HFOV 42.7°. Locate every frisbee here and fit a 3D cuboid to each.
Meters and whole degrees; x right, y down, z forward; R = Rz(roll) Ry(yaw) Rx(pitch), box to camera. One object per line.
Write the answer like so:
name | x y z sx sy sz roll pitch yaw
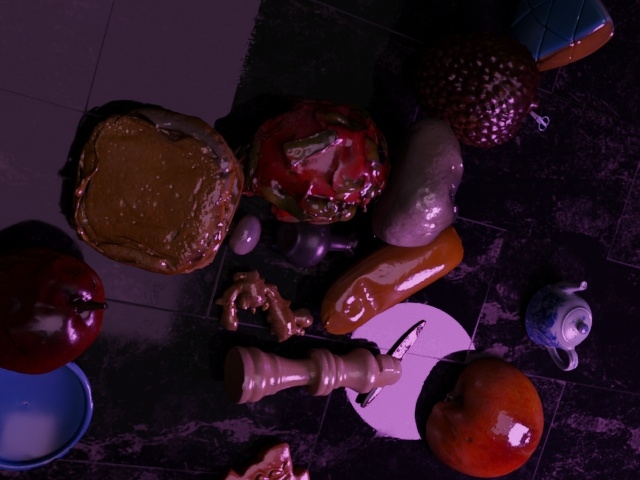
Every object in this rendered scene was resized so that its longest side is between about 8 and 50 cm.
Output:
frisbee | -0.550 0.312 1.530 0.242 0.045 0.242 -6 105 -24

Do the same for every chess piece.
chess piece | -0.003 0.278 1.743 0.397 0.117 0.117 2 102 -28

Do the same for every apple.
apple | 0.413 0.437 1.943 0.251 0.163 0.293 32 87 -29

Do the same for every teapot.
teapot | 0.590 0.198 1.973 0.159 0.159 0.232 -5 104 -24

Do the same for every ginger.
ginger | -0.114 0.136 1.684 0.193 0.052 0.176 -19 115 -19

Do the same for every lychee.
lychee | 0.320 -0.313 1.679 0.271 0.236 0.236 13 98 -1

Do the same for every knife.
knife | 0.164 0.279 1.871 0.035 0.018 0.247 40 82 -24

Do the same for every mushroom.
mushroom | -0.161 -0.017 1.622 0.079 0.085 0.085 25 92 15

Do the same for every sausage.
sausage | 0.139 0.078 1.754 0.354 0.116 0.134 -29 128 -13

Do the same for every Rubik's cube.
Rubik's cube | 0.520 -0.492 1.732 0.254 0.254 0.254 -6 105 -23

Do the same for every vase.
vase | 0.000 0.000 1.677 0.183 0.120 0.120 8 100 -40

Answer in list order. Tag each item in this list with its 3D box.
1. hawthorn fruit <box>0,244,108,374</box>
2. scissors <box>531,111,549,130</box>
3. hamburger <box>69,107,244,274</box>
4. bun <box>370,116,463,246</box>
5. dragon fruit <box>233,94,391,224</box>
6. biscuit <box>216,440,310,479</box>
hawthorn fruit | -0.459 0.116 1.401 0.230 0.266 0.210 -71 148 -41
scissors | 0.497 -0.287 1.888 0.083 0.006 0.036 35 85 -27
hamburger | -0.291 -0.091 1.468 0.318 0.158 0.319 0 97 -2
bun | 0.202 -0.108 1.654 0.168 0.273 0.273 16 96 -6
dragon fruit | -0.014 -0.148 1.561 0.302 0.231 0.237 -13 113 -17
biscuit | -0.105 0.594 1.806 0.306 0.043 0.284 37 86 -27
